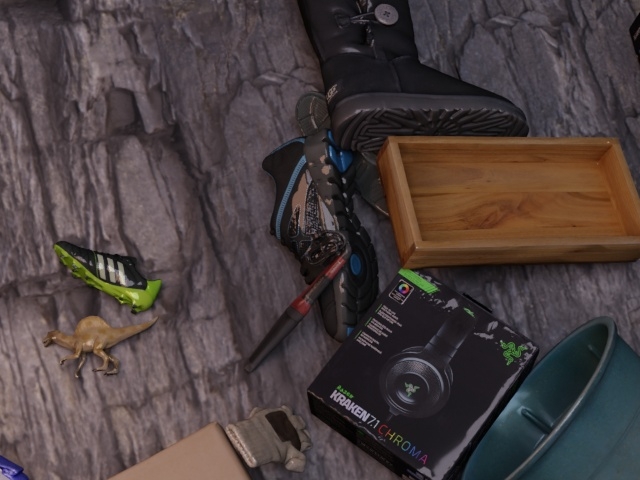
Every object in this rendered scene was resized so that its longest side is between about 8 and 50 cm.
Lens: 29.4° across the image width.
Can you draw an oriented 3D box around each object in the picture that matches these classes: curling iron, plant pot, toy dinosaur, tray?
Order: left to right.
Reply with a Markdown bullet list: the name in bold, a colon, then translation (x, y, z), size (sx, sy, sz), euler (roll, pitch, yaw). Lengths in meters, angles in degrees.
- **toy dinosaur**: translation (-0.339, 0.160, 1.887), size (0.183, 0.053, 0.092), euler (-8, 73, -7)
- **curling iron**: translation (-0.039, 0.094, 1.879), size (0.068, 0.035, 0.274), euler (42, 111, 29)
- **tray**: translation (0.306, -0.062, 1.930), size (0.411, 0.076, 0.202), euler (-2, 60, -18)
- **plant pot**: translation (0.435, 0.347, 1.774), size (0.334, 0.341, 0.341), euler (40, 74, -2)

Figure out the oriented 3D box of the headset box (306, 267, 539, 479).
- **headset box**: translation (0.161, 0.206, 1.855), size (0.246, 0.131, 0.283), euler (35, 72, 16)

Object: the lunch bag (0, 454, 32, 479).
- **lunch bag**: translation (-0.619, 0.425, 1.695), size (0.328, 0.239, 0.385), euler (28, 81, 6)

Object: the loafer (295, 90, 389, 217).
- **loafer**: translation (0.066, -0.140, 2.005), size (0.267, 0.084, 0.096), euler (48, 118, 10)

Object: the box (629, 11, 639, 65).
- **box**: translation (0.605, -0.280, 1.969), size (0.073, 0.295, 0.293), euler (-12, 74, -6)

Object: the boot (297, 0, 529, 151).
- **boot**: translation (0.136, -0.354, 2.035), size (0.367, 0.146, 0.445), euler (5, 54, -31)

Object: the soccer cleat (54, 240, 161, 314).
- **soccer cleat**: translation (-0.335, 0.045, 1.923), size (0.179, 0.060, 0.072), euler (33, 64, -2)

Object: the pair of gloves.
- **pair of gloves**: translation (-0.037, 0.349, 1.798), size (0.042, 0.204, 0.240), euler (-40, 81, 20)

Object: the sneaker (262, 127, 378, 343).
- **sneaker**: translation (0.000, 0.000, 1.946), size (0.140, 0.125, 0.340), euler (-13, 82, 27)

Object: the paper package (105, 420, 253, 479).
- **paper package**: translation (-0.197, 0.472, 1.710), size (0.310, 0.168, 0.324), euler (-27, 61, -12)
